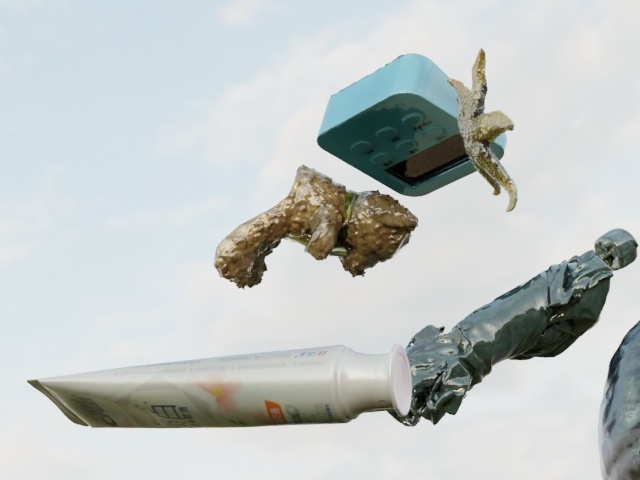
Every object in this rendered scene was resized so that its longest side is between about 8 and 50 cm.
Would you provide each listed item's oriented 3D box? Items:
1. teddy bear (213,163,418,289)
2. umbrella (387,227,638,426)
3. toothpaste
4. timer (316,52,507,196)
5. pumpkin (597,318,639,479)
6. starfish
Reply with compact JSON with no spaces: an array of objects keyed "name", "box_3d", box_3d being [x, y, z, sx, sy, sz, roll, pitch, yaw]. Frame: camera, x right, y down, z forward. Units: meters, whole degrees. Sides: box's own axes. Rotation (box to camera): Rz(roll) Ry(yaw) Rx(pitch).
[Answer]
[{"name":"teddy bear","box_3d":[-0.005,0.009,2.317,0.296,0.222,0.246,-47,-6,0]},{"name":"umbrella","box_3d":[0.217,0.095,1.506,0.349,0.094,0.143,-31,17,-24]},{"name":"toothpaste","box_3d":[-0.086,0.128,1.167,0.323,0.066,0.100,-6,-32,19]},{"name":"timer","box_3d":[0.150,-0.165,2.248,0.250,0.091,0.232,37,-43,-27]},{"name":"pumpkin","box_3d":[0.399,0.187,1.227,0.315,0.315,0.238,-15,-37,-3]},{"name":"starfish","box_3d":[0.211,-0.136,1.738,0.053,0.208,0.176,-17,-4,-15]}]
